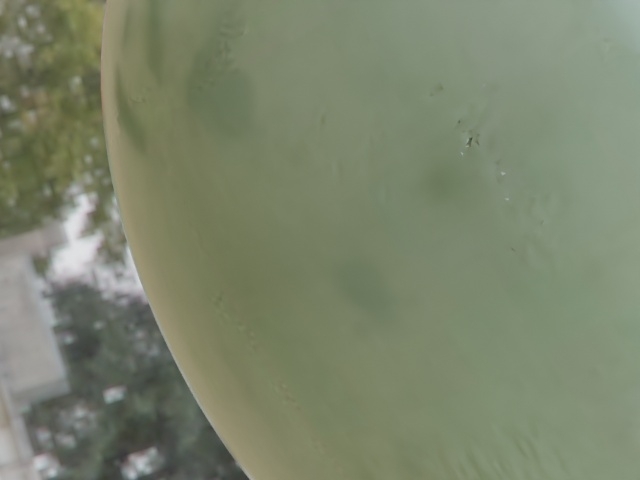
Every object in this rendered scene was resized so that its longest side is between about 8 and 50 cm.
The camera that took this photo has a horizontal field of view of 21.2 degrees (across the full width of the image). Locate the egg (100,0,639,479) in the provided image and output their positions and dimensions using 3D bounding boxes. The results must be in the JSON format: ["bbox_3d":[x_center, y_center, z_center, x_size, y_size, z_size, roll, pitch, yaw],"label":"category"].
[{"bbox_3d":[0.106,0.006,0.518,0.389,0.276,0.276,44,-5,-20],"label":"egg"}]
